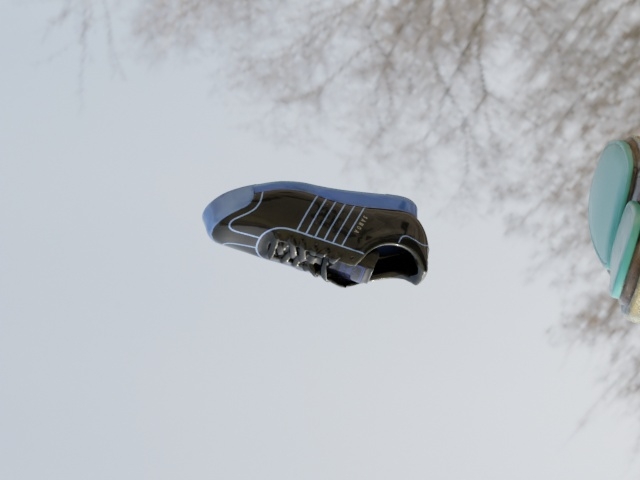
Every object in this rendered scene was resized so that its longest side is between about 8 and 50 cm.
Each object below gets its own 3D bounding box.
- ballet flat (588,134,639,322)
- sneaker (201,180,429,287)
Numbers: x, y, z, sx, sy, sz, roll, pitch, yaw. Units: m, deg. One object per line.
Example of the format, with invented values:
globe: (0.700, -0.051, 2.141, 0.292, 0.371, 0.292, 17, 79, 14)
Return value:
ballet flat: (0.292, -0.005, 1.010, 0.123, 0.123, 0.348, 32, -163, 0)
sneaker: (0.000, 0.000, 1.213, 0.232, 0.081, 0.090, 0, -131, -15)
